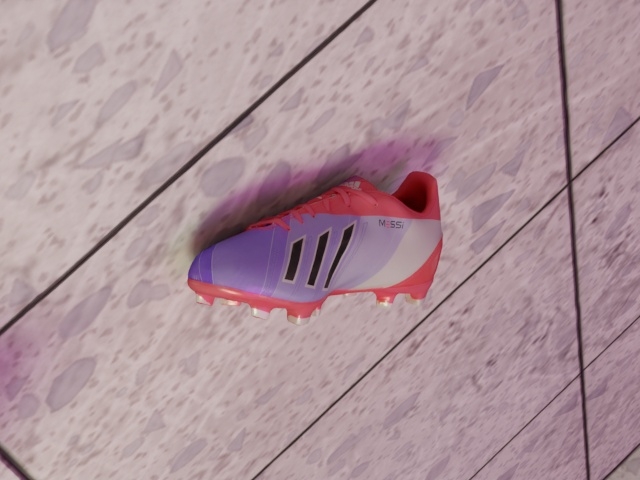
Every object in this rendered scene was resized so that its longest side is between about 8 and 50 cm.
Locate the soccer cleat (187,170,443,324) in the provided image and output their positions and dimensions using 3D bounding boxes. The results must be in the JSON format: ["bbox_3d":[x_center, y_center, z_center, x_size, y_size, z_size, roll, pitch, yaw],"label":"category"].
[{"bbox_3d":[0.000,0.000,1.235,0.248,0.083,0.095,-2,102,-53],"label":"soccer cleat"}]
